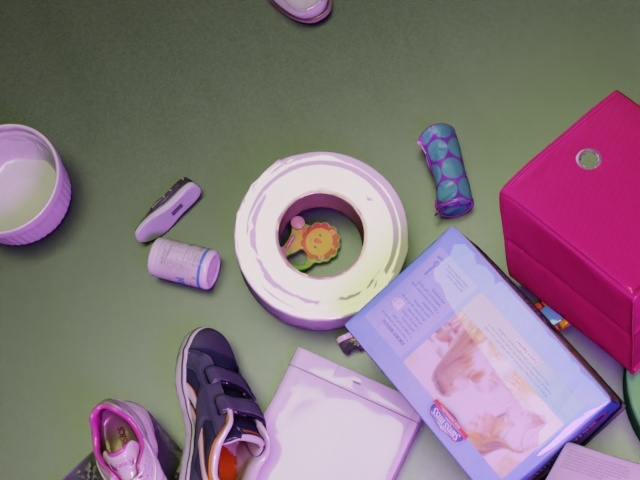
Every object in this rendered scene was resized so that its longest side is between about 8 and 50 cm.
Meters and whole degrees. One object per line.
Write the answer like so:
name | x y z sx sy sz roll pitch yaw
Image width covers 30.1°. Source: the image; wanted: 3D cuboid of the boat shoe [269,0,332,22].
boat shoe | -0.081 -0.529 2.172 0.113 0.103 0.302 -31 69 -2

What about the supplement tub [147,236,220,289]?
supplement tub | -0.230 0.039 2.014 0.107 0.071 0.071 13 73 14

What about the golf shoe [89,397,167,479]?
golf shoe | -0.283 0.380 1.808 0.115 0.140 0.306 -26 70 -3

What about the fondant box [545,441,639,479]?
fondant box | 0.351 0.440 1.505 0.238 0.096 0.330 11 58 47

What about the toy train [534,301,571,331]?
toy train | 0.368 0.077 1.922 0.125 0.046 0.166 13 75 23

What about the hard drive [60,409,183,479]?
hard drive | -0.322 0.415 1.904 0.255 0.054 0.172 -42 70 -7

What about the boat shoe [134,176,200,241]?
boat shoe | -0.270 -0.054 2.069 0.142 0.049 0.040 -42 51 -8

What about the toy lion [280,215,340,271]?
toy lion | -0.019 0.010 2.014 0.096 0.034 0.100 29 78 9

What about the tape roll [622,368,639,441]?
tape roll | 0.627 0.221 1.811 0.321 0.077 0.321 -3 70 8

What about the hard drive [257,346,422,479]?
hard drive | -0.010 0.372 1.874 0.233 0.047 0.353 23 76 16

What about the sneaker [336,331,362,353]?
sneaker | 0.069 0.161 1.948 0.083 0.031 0.035 -21 82 6

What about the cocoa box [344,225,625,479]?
cocoa box | 0.248 0.189 1.780 0.231 0.228 0.347 -43 69 7

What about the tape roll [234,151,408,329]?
tape roll | 0.000 0.000 1.949 0.286 0.100 0.286 0 77 0

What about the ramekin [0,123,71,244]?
ramekin | -0.537 -0.089 2.087 0.207 0.109 0.207 -3 70 8

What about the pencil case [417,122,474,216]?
pencil case | 0.209 -0.117 2.002 0.070 0.064 0.151 -9 68 -11

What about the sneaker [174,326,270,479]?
sneaker | -0.146 0.275 1.861 0.127 0.126 0.321 -26 56 36

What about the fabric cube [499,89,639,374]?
fabric cube | 0.448 -0.011 1.760 0.254 0.259 0.258 -40 58 -12
